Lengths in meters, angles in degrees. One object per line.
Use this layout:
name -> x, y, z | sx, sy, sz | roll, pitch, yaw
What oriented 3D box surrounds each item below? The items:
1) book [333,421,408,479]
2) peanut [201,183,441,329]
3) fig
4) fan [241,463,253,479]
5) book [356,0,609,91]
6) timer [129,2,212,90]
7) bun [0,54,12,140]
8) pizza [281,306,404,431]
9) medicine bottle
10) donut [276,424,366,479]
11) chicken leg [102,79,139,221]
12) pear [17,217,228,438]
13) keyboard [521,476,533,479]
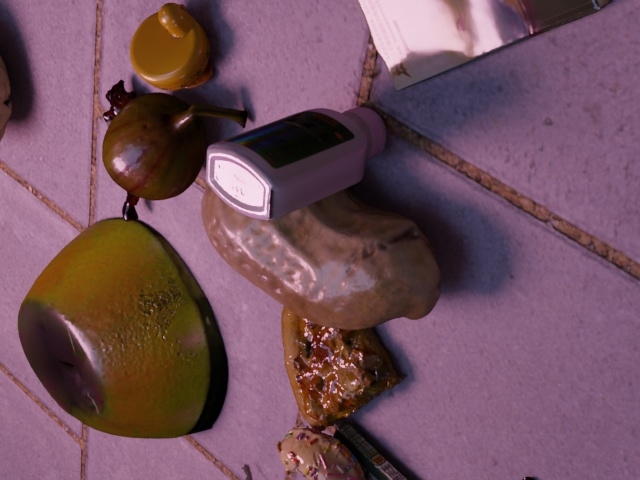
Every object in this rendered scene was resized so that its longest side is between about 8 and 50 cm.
book -> 0.097, 0.401, 1.567 | 0.264, 0.027, 0.202 | 41, 138, 27
peanut -> -0.003, 0.005, 1.377 | 0.340, 0.158, 0.174 | 37, 90, 24
fig -> -0.213, -0.132, 1.530 | 0.148, 0.142, 0.186 | 37, 153, -10
fan -> -0.071, 0.496, 1.717 | 0.009, 0.191, 0.329 | -39, 58, 45
book -> 0.144, -0.285, 1.164 | 0.289, 0.026, 0.201 | -17, 99, 49
timer -> -0.199, -0.253, 1.477 | 0.107, 0.109, 0.107 | -4, 76, 18
bun -> -0.595, -0.257, 1.857 | 0.259, 0.152, 0.259 | 40, 143, 39
pizza -> 0.020, 0.158, 1.505 | 0.197, 0.058, 0.292 | 28, 128, 34
medicine bottle -> -0.016, -0.096, 1.283 | 0.115, 0.219, 0.078 | 29, 128, 34
donut -> 0.010, 0.335, 1.549 | 0.108, 0.065, 0.166 | -8, 108, 50
chicken leg -> -0.277, -0.130, 1.671 | 0.089, 0.048, 0.219 | 13, 120, 45
pear -> -0.346, 0.166, 1.810 | 0.399, 0.165, 0.398 | 23, 126, 37
keyboard -> 0.227, 0.365, 1.433 | 0.061, 0.013, 0.204 | 51, 138, 15
